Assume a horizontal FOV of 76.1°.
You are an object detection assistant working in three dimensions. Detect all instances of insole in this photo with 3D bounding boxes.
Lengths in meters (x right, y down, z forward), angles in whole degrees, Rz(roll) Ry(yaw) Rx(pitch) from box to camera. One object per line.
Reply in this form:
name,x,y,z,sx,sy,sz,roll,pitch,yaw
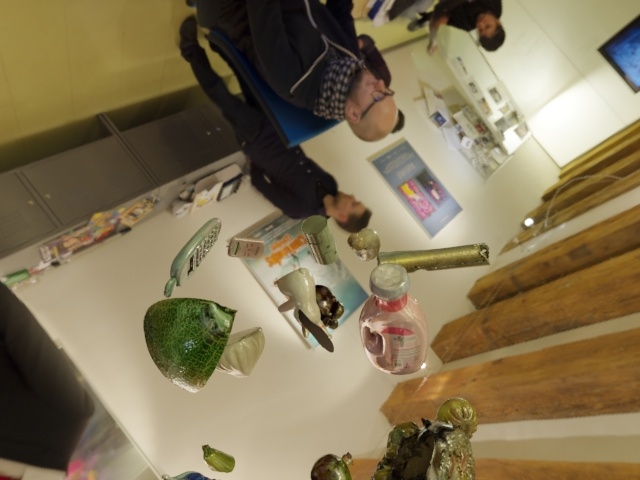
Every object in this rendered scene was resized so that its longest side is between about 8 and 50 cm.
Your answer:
insole,-0.015,0.239,1.087,0.004,0.064,0.188,-17,-151,-27

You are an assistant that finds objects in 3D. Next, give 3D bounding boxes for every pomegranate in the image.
pomegranate,0.032,0.662,1.151,0.130,0.130,0.130,-39,177,-2

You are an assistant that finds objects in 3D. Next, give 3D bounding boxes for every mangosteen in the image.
mangosteen,-0.006,0.286,1.724,0.210,0.210,0.210,-39,177,-2

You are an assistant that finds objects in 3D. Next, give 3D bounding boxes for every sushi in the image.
sushi,0.296,0.723,1.264,0.285,0.329,0.328,-5,-137,40

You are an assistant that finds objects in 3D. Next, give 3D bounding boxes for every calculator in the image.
calculator,-0.402,0.048,1.287,0.299,0.041,0.185,-60,180,-33
calculator,-0.328,0.033,1.793,0.175,0.032,0.100,6,117,-32

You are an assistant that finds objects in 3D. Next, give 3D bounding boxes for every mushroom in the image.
mushroom,0.162,0.005,1.490,0.118,0.103,0.270,-46,161,-1

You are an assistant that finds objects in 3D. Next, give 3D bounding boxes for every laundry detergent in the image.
laundry detergent,0.160,0.184,0.913,0.159,0.335,0.088,0,-135,15

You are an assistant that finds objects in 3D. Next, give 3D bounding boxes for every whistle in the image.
whistle,0.320,0.053,1.150,0.326,0.068,0.057,-5,-175,-5

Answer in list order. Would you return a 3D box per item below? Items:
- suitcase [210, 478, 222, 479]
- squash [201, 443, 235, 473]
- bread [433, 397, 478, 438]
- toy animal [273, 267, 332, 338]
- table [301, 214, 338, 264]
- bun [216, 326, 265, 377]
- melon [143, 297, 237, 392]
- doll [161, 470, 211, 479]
suitcase,-0.327,0.797,1.181,0.206,0.066,0.285,-46,155,-21
squash,-0.439,0.899,1.687,0.075,0.200,0.090,-30,-140,5
bread,0.587,0.790,1.756,0.213,0.213,0.104,-38,-168,-17
toy animal,-0.064,0.239,1.453,0.140,0.283,0.138,-11,177,-43
table,0.000,0.000,1.902,0.126,0.126,0.220,-38,136,-16
bun,-0.340,0.479,1.696,0.263,0.175,0.263,-18,178,-1
melon,-0.418,0.305,1.328,0.226,0.331,0.343,-16,160,-37
doll,-0.264,0.552,0.894,0.096,0.195,0.070,-31,-149,33
